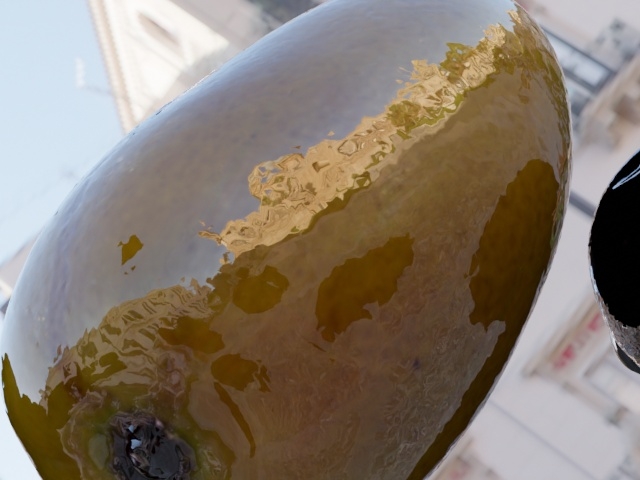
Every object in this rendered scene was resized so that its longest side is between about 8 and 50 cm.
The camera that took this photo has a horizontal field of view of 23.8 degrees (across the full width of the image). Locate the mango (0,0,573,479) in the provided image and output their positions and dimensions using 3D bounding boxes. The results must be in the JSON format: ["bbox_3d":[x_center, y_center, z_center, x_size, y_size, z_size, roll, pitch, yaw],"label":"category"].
[{"bbox_3d":[0.000,0.000,0.777,0.264,0.221,0.378,-29,20,54],"label":"mango"}]

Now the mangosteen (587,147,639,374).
[{"bbox_3d":[0.189,0.011,0.741,0.137,0.137,0.151,-44,-1,-21],"label":"mangosteen"}]
